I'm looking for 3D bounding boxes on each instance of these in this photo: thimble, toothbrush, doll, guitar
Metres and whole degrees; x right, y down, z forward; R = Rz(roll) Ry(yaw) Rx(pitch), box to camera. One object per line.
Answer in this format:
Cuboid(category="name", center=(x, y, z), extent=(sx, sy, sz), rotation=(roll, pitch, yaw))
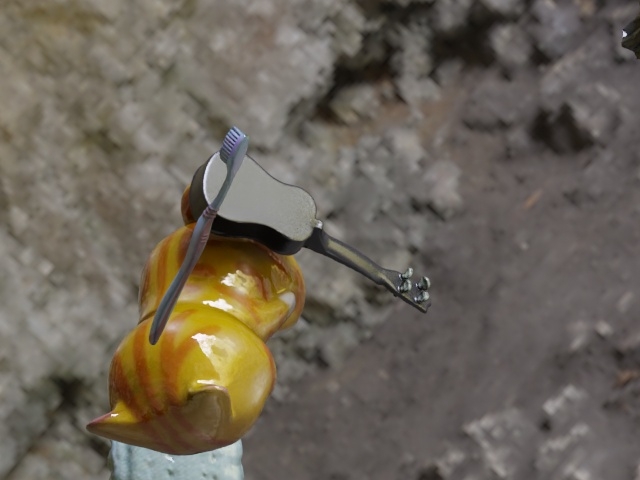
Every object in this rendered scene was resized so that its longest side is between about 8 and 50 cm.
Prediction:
Cuboid(category="thimble", center=(-0.189, 0.286, 2.104), extent=(0.205, 0.172, 0.250), rotation=(-113, 26, -62))
Cuboid(category="toothbrush", center=(-0.091, 0.001, 1.207), extent=(0.013, 0.019, 0.193), rotation=(-12, -45, -48))
Cuboid(category="doll", center=(-0.108, 0.090, 1.573), extent=(0.167, 0.162, 0.269), rotation=(-27, 35, 27))
Cuboid(category="guitar", center=(0.002, -0.001, 1.577), extent=(0.038, 0.271, 0.084), rotation=(-40, 31, 48))

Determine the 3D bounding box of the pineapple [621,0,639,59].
Cuboid(category="pineapple", center=(0.282, -0.240, 1.258), extent=(0.119, 0.111, 0.237), rotation=(-16, -45, -23))
